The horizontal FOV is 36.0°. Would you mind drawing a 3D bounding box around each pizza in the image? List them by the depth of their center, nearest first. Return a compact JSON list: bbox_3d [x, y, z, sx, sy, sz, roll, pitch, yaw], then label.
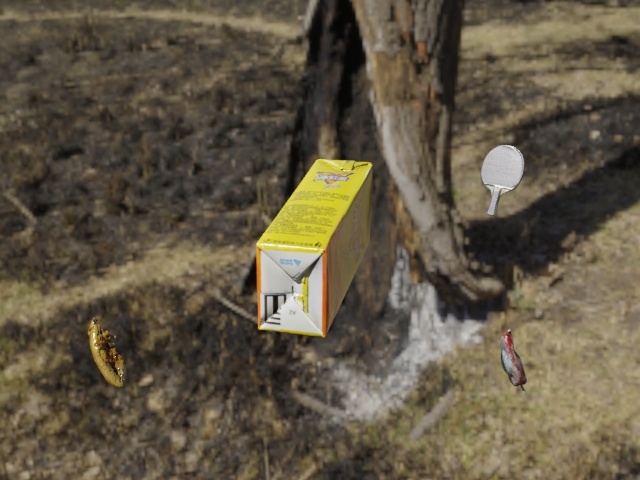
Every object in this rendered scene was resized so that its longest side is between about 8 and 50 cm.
[{"bbox_3d":[-0.231,0.121,1.072,0.016,0.083,0.037,-28,-11,29],"label":"pizza"}]

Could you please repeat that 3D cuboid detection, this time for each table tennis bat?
[{"bbox_3d":[0.387,-0.130,2.130,0.095,0.158,0.014,13,-3,28],"label":"table tennis bat"}]

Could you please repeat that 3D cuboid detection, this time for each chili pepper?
[{"bbox_3d":[0.401,0.254,2.063,0.041,0.153,0.050,-36,25,-31],"label":"chili pepper"}]

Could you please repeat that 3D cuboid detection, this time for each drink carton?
[{"bbox_3d":[0.000,0.000,1.567,0.111,0.155,0.351,7,26,13],"label":"drink carton"}]
